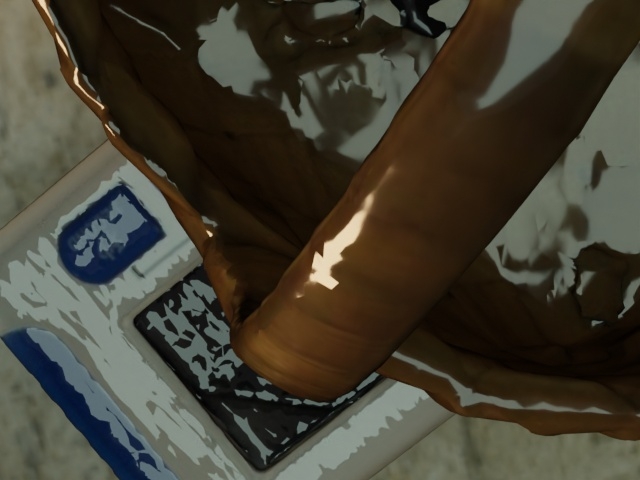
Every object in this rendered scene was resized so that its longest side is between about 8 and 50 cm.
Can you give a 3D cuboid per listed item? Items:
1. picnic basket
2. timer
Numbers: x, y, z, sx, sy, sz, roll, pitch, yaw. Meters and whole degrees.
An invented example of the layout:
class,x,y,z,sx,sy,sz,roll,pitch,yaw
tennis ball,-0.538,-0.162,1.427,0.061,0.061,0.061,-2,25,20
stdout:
class,x,y,z,sx,sy,sz,roll,pitch,yaw
picnic basket,0.064,-0.085,0.449,0.337,0.337,0.293,34,99,-3
timer,0.000,0.000,0.665,0.253,0.078,0.178,-38,97,9
